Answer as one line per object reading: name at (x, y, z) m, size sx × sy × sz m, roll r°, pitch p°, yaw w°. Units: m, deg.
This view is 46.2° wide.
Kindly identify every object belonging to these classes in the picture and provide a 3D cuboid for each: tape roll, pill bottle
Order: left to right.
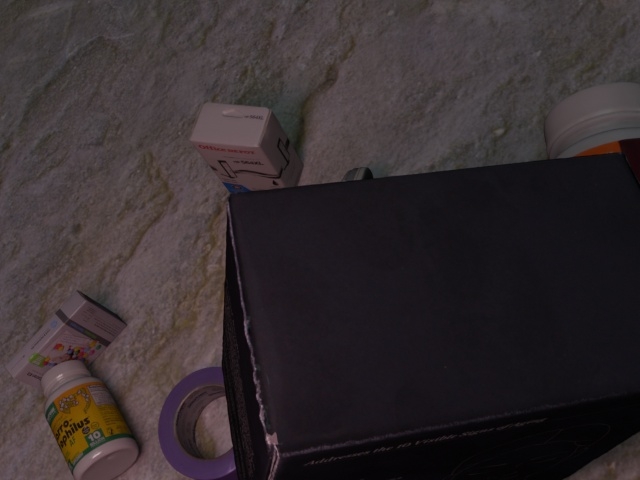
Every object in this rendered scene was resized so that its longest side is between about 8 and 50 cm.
pill bottle at (-0.419, 0.319, 1.338) m, size 0.117 × 0.117 × 0.208 m, roll -37°, pitch 60°, yaw -2°
tape roll at (-0.175, 0.317, 1.283) m, size 0.189 × 0.080 × 0.189 m, roll -8°, pitch 63°, yaw 15°
pill bottle at (0.471, -0.031, 1.156) m, size 0.224 × 0.224 × 0.392 m, roll -9°, pitch 63°, yaw 14°

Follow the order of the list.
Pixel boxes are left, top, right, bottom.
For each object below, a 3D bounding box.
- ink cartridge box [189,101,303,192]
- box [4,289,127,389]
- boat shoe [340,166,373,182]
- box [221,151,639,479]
ink cartridge box at (-0.137, -0.167, 1.427) m, size 0.148 × 0.203 × 0.086 m, roll 8°, pitch 68°, yaw 21°
box at (-0.469, 0.195, 1.397) m, size 0.038 × 0.145 × 0.186 m, roll 39°, pitch 81°, yaw 29°
boat shoe at (0.000, 0.002, 1.357) m, size 0.103 × 0.118 × 0.320 m, roll 23°, pitch 81°, yaw 21°
box at (0.129, 0.160, 0.954) m, size 0.480 × 0.472 × 0.297 m, roll -7°, pitch 62°, yaw -13°
